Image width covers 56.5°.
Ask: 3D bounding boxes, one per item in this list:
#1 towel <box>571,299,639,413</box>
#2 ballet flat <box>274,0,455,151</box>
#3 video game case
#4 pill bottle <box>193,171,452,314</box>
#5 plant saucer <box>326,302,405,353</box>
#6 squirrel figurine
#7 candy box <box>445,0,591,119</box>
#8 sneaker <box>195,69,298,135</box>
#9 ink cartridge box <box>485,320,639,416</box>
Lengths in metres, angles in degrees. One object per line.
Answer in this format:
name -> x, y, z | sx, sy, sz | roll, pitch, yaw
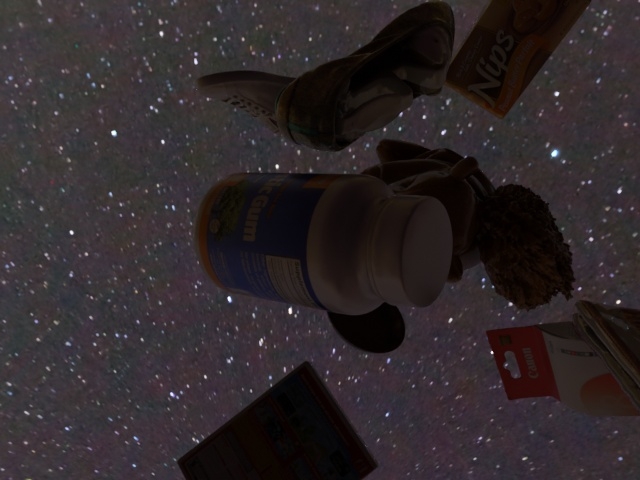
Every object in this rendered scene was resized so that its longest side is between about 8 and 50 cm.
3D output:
towel -> 0.362, 0.135, 0.398 | 0.328, 0.037, 0.237 | 12, -160, -2
ballet flat -> 0.097, -0.217, 0.794 | 0.348, 0.123, 0.123 | -36, -112, -27
video game case -> -0.075, 0.364, 0.972 | 0.285, 0.025, 0.204 | -38, -112, 4
pill bottle -> 0.000, 0.000, 0.667 | 0.271, 0.152, 0.152 | 5, -125, 38
plant saucer -> 0.082, 0.149, 1.136 | 0.168, 0.029, 0.169 | 17, -138, -16
squirrel figurine -> 0.247, -0.037, 1.024 | 0.396, 0.370, 0.281 | 13, -90, 6
candy box -> 0.438, -0.463, 1.374 | 0.182, 0.316, 0.088 | 31, -144, -3
sneaker -> -0.125, -0.294, 1.291 | 0.290, 0.106, 0.123 | 0, -89, -25
ink cartridge box -> 0.320, 0.170, 0.774 | 0.179, 0.145, 0.045 | -12, -148, 23
